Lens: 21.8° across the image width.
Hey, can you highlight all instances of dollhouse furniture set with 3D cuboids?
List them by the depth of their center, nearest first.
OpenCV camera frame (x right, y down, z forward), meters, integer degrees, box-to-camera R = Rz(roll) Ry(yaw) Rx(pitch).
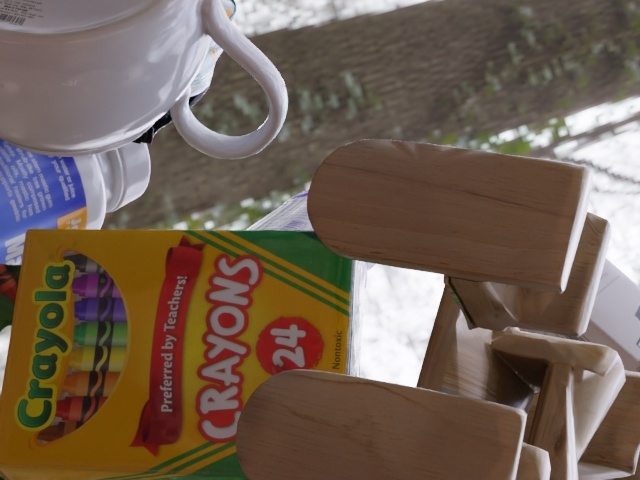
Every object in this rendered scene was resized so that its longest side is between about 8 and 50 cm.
[{"bbox_3d":[0.019,0.186,0.963,0.256,0.394,0.362,9,-22,22],"label":"dollhouse furniture set"}]

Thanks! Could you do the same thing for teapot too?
[{"bbox_3d":[-0.190,-0.152,1.275,0.256,0.253,0.187,54,-24,36],"label":"teapot"}]

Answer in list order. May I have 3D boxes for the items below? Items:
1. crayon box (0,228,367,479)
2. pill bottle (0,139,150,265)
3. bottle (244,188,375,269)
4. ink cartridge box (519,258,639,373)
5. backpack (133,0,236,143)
[{"bbox_3d":[-0.129,0.096,1.289,0.081,0.319,0.202,72,19,-64],"label":"crayon box"},{"bbox_3d":[-0.288,-0.040,1.474,0.152,0.272,0.152,27,-50,37],"label":"pill bottle"},{"bbox_3d":[0.000,0.000,1.609,0.118,0.283,0.092,-6,-70,38],"label":"bottle"},{"bbox_3d":[0.235,0.126,1.383,0.219,0.092,0.160,42,-49,13],"label":"ink cartridge box"},{"bbox_3d":[-0.157,-0.175,1.483,0.152,0.182,0.115,43,-56,15],"label":"backpack"}]
